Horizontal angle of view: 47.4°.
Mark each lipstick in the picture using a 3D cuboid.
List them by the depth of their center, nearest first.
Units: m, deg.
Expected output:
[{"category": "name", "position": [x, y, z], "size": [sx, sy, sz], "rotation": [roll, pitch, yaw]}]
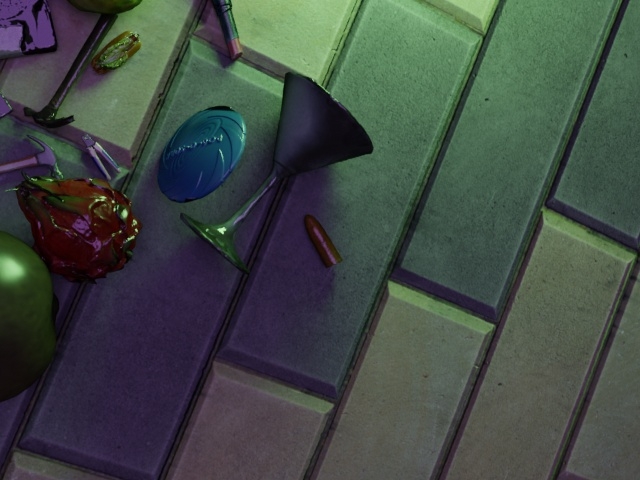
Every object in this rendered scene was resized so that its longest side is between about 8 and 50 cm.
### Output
[{"category": "lipstick", "position": [-0.225, -0.528, 1.659], "size": [0.054, 0.053, 0.234], "rotation": [-16, 100, -15]}]

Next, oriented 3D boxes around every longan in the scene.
[{"category": "longan", "position": [-0.672, 0.148, 1.410], "size": [0.361, 0.361, 0.360], "rotation": [-1, 93, -16]}]

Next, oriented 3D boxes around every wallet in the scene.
[{"category": "wallet", "position": [-0.683, -0.511, 1.513], "size": [0.221, 0.071, 0.262], "rotation": [-12, 100, -18]}]

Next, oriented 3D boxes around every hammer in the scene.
[{"category": "hammer", "position": [-0.703, -0.145, 1.543], "size": [0.288, 0.033, 0.111], "rotation": [-17, 98, -14]}, {"category": "hammer", "position": [-0.524, -0.374, 1.570], "size": [0.125, 0.027, 0.297], "rotation": [24, 80, 18]}]

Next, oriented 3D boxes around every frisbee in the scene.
[{"category": "frisbee", "position": [-0.266, -0.194, 1.570], "size": [0.242, 0.242, 0.045], "rotation": [-58, 139, -7]}]

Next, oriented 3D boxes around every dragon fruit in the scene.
[{"category": "dragon fruit", "position": [-0.514, -0.032, 1.501], "size": [0.293, 0.234, 0.233], "rotation": [26, 85, -31]}]

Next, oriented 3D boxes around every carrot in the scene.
[{"category": "carrot", "position": [0.000, 0.000, 1.745], "size": [0.048, 0.048, 0.139], "rotation": [-32, 99, -12]}]

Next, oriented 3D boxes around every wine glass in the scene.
[{"category": "wine glass", "position": [-0.103, -0.136, 1.613], "size": [0.267, 0.267, 0.406], "rotation": [40, 87, -14]}]

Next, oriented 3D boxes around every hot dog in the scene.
[{"category": "hot dog", "position": [-0.448, -0.410, 1.600], "size": [0.133, 0.041, 0.056], "rotation": [-43, 102, -10]}]

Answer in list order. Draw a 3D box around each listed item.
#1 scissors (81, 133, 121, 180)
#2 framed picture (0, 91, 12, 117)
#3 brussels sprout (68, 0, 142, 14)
[{"category": "scissors", "position": [-0.489, -0.187, 1.613], "size": [0.039, 0.012, 0.113], "rotation": [-39, 102, -12]}, {"category": "framed picture", "position": [-0.839, -0.347, 1.507], "size": [0.244, 0.013, 0.323], "rotation": [-34, 101, -12]}, {"category": "brussels sprout", "position": [-0.454, -0.575, 1.529], "size": [0.223, 0.161, 0.223], "rotation": [0, 90, -9]}]
